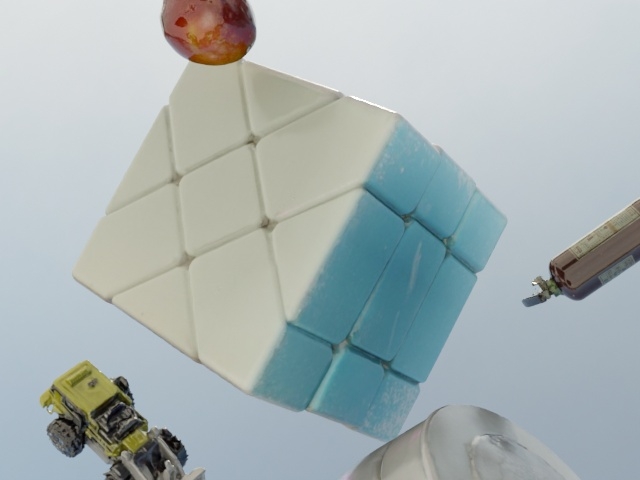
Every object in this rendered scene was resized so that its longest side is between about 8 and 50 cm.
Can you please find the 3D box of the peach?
[{"bbox_3d":[-0.110,-0.222,0.936,0.101,0.101,0.101,-19,-133,22],"label":"peach"}]

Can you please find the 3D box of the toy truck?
[{"bbox_3d":[-0.275,0.294,1.325,0.286,0.111,0.136,42,-132,12],"label":"toy truck"}]

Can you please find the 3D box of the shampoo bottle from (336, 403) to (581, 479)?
[{"bbox_3d":[0.112,0.307,0.820,0.266,0.273,0.273,-54,-141,22],"label":"shampoo bottle"}]

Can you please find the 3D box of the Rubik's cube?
[{"bbox_3d":[-0.028,0.008,1.083,0.319,0.316,0.322,25,-96,37],"label":"Rubik's cube"}]

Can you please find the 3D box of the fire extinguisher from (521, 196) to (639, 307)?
[{"bbox_3d":[0.373,0.025,1.260,0.231,0.099,0.071,-37,-94,10],"label":"fire extinguisher"}]
